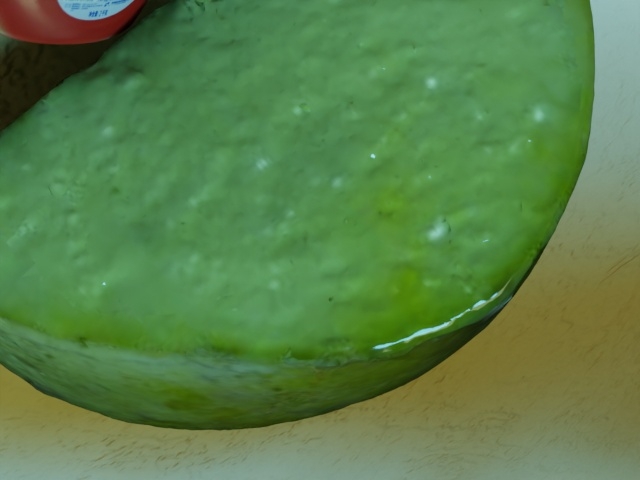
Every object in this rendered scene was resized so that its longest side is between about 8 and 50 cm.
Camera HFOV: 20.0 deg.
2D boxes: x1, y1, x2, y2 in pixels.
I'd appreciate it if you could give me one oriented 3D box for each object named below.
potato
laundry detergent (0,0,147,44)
[{"bbox_3d":[0.000,0.000,0.908,0.330,0.213,0.280,-40,165,-7],"label":"potato"},{"bbox_3d":[-0.093,-0.161,0.771,0.097,0.049,0.165,-15,142,-40],"label":"laundry detergent"}]
